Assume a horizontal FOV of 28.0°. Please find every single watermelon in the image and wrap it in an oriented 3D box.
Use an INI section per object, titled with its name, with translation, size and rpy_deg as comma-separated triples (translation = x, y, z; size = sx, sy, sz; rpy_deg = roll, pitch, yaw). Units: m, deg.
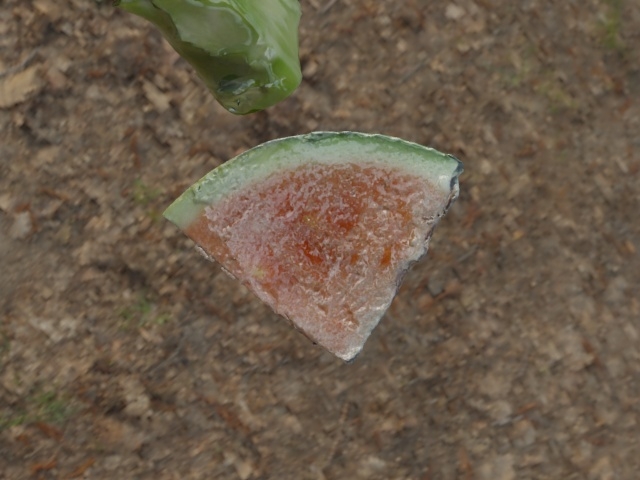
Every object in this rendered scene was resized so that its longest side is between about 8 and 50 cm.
[watermelon]
translation = 0.000, 0.000, 1.361
size = 0.310, 0.193, 0.231
rpy_deg = -14, 98, -6

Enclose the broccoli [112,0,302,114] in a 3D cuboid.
[broccoli]
translation = -0.147, -0.191, 0.775
size = 0.252, 0.361, 0.221
rpy_deg = -25, 54, -5
